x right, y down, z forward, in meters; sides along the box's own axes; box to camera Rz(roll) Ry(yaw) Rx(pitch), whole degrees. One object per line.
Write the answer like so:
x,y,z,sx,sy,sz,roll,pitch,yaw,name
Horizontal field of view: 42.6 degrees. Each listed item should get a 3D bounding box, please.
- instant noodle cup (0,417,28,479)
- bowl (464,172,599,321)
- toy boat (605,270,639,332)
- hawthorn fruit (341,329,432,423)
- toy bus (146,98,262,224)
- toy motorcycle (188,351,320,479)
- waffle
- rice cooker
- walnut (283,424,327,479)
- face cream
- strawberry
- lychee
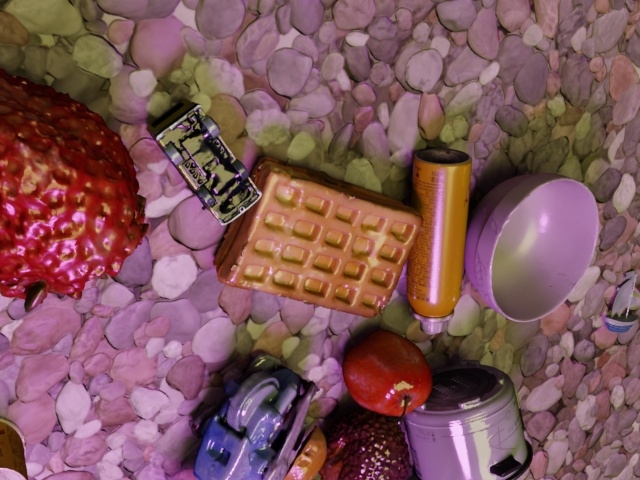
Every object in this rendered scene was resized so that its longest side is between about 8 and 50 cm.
-0.505,0.359,1.227,0.151,0.122,0.151,-14,120,-26,instant noodle cup
0.378,-0.002,1.558,0.287,0.144,0.287,-16,119,-31,bowl
0.695,0.150,1.886,0.105,0.034,0.149,-23,122,-22,toy boat
0.138,0.260,1.507,0.163,0.203,0.162,-14,121,-25,hawthorn fruit
-0.172,-0.118,1.222,0.088,0.101,0.175,-39,120,-9,toy bus
-0.109,0.370,1.425,0.241,0.182,0.319,22,98,-35,toy motorcycle
0.000,0.000,1.381,0.328,0.098,0.224,15,102,-32,waffle
0.285,0.378,1.611,0.241,0.280,0.227,-20,104,-24,rice cooker
-0.021,0.403,1.509,0.052,0.091,0.121,34,65,2,walnut
0.212,0.011,1.501,0.105,0.105,0.348,-11,116,-26,face cream
-0.377,-0.093,1.016,0.267,0.312,0.351,-48,110,-29,strawberry
0.092,0.419,1.567,0.188,0.188,0.188,-12,117,-25,lychee
